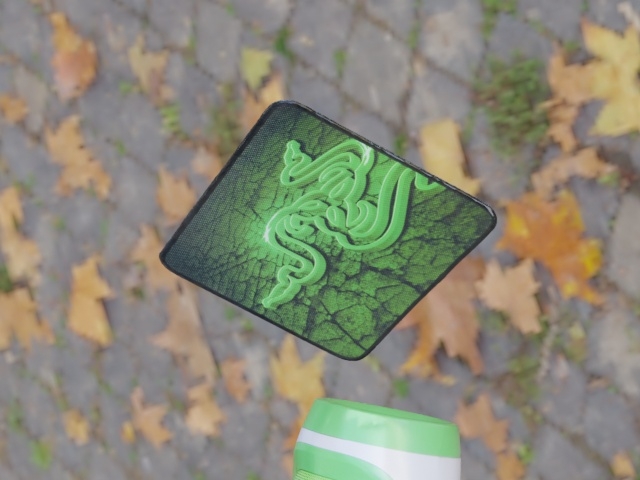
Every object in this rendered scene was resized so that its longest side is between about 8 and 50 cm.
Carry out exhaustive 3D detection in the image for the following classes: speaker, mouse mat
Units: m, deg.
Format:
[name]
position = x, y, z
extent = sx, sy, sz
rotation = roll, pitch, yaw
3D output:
[speaker]
position = 0.021, 0.270, 1.295
extent = 0.131, 0.131, 0.296
rotation = 8, 86, 53
[mouse mat]
position = 0.000, 0.000, 1.081
extent = 0.152, 0.007, 0.189
rotation = 27, 137, -12
